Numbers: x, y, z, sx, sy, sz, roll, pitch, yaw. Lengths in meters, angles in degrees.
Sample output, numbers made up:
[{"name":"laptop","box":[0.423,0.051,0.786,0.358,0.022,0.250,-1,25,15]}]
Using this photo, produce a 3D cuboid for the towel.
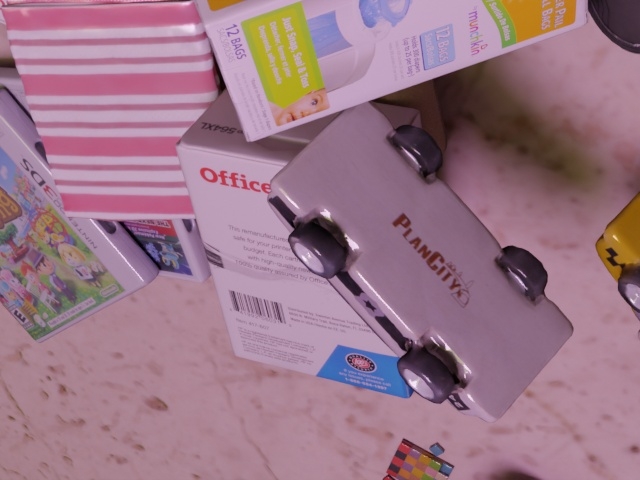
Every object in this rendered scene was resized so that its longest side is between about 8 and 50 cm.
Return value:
[{"name":"towel","box":[-0.136,-0.095,0.871,0.144,0.029,0.197,2,129,13]}]

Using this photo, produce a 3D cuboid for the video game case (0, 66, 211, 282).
[{"name":"video game case","box":[-0.193,-0.055,0.988,0.201,0.023,0.183,8,130,34]}]

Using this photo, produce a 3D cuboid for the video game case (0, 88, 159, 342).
[{"name":"video game case","box":[-0.255,-0.011,1.041,0.193,0.023,0.212,51,140,-11]}]

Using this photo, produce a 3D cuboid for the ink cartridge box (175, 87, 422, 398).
[{"name":"ink cartridge box","box":[0.000,0.000,0.851,0.148,0.086,0.203,12,135,25]}]

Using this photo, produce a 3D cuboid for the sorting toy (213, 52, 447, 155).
[{"name":"sorting toy","box":[-0.023,-0.112,0.858,0.229,0.041,0.307,8,134,30]}]

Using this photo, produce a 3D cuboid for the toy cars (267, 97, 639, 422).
[{"name":"toy cars","box":[0.148,0.029,0.744,0.394,0.176,0.087,8,167,-17]}]

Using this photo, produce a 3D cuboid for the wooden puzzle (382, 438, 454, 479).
[{"name":"wooden puzzle","box":[0.084,0.199,1.050,0.049,0.006,0.083,28,134,9]}]

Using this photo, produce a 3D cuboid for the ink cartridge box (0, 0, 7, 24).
[{"name":"ink cartridge box","box":[-0.241,-0.242,0.864,0.109,0.063,0.150,23,133,14]}]

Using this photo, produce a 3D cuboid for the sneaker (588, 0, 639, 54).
[{"name":"sneaker","box":[0.157,-0.209,0.625,0.101,0.106,0.267,7,128,25]}]

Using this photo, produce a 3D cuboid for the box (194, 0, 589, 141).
[{"name":"box","box":[0.032,-0.153,0.654,0.203,0.103,0.114,-19,151,0]}]
